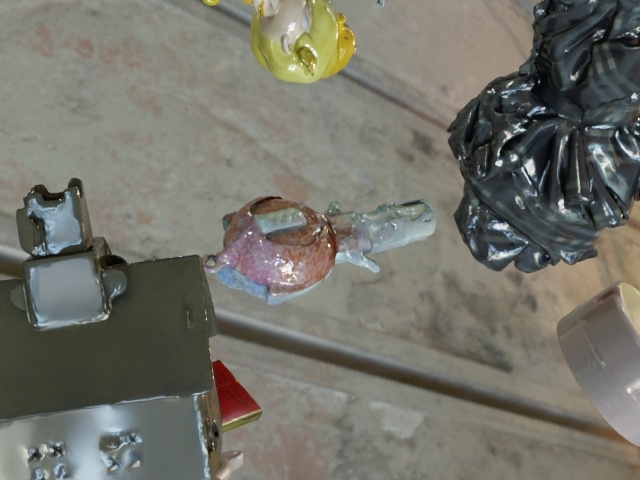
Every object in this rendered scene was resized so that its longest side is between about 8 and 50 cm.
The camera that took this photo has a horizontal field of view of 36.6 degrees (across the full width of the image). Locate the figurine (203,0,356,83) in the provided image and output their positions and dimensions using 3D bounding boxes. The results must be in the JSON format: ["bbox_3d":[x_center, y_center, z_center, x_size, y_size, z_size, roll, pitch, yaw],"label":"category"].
[{"bbox_3d":[-0.048,-0.278,1.215,0.246,0.131,0.156,43,34,-49],"label":"figurine"}]

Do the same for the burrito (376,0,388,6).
[{"bbox_3d":[0.012,-0.448,1.052,0.139,0.101,0.445,-5,71,-8],"label":"burrito"}]

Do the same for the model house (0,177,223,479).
[{"bbox_3d":[-0.195,0.068,0.804,0.204,0.211,0.243,-113,-164,-75],"label":"model house"}]

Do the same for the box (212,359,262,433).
[{"bbox_3d":[-0.141,0.194,1.155,0.090,0.023,0.133,46,29,23],"label":"box"}]

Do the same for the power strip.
[{"bbox_3d":[0.304,0.120,0.934,0.154,0.078,0.154,38,27,-24],"label":"power strip"}]

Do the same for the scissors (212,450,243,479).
[{"bbox_3d":[-0.189,0.242,0.889,0.317,0.160,0.024,-13,103,-64],"label":"scissors"}]

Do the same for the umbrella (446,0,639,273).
[{"bbox_3d":[0.197,-0.106,0.633,0.154,0.336,0.128,29,43,-5],"label":"umbrella"}]

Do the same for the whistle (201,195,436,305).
[{"bbox_3d":[0.001,0.000,1.280,0.346,0.133,0.142,-13,27,-28],"label":"whistle"}]
